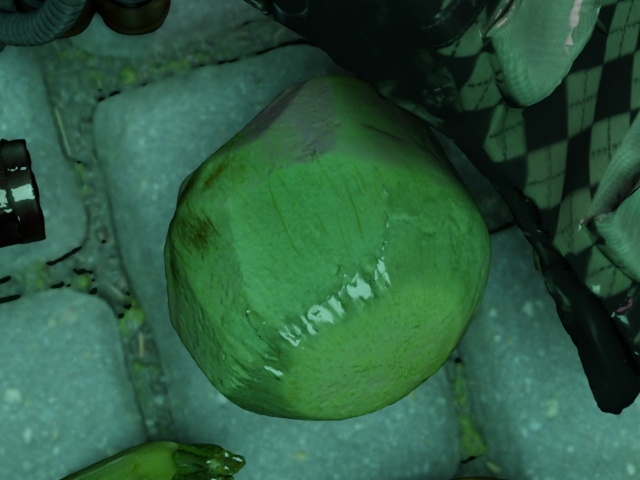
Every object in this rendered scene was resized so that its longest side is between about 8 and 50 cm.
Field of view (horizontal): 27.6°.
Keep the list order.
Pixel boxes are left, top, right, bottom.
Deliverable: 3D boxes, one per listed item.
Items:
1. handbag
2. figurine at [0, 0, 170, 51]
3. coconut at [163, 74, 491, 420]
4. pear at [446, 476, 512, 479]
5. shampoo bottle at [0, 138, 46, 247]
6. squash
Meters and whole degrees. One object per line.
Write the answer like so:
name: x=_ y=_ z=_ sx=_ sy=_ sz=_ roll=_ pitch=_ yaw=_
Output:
handbag: x=0.159 y=-0.119 z=0.802 sx=0.416 sy=0.180 sz=0.316 roll=47 pitch=54 yaw=-30
figurine: x=-0.140 y=-0.235 z=0.750 sx=0.261 sy=0.382 sz=0.186 roll=-16 pitch=82 yaw=-8
coconut: x=0.000 y=0.000 z=0.874 sx=0.204 sy=0.236 sz=0.236 roll=-2 pitch=93 yaw=-26
pear: x=0.120 y=0.317 z=0.869 sx=0.314 sy=0.314 sz=0.314 roll=0 pitch=93 yaw=-9
shampoo bottle: x=-0.353 y=-0.005 z=0.877 sx=0.323 sy=0.084 sz=0.129 roll=-13 pitch=100 yaw=-9
squash: x=-0.135 y=0.189 z=0.926 sx=0.200 sy=0.075 sz=0.090 roll=-32 pitch=78 yaw=15
